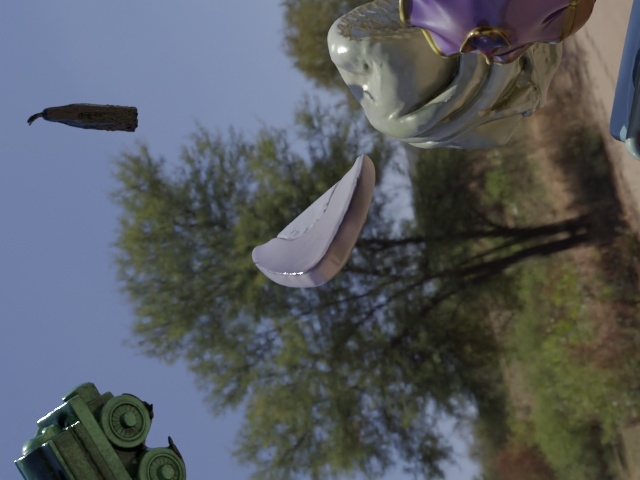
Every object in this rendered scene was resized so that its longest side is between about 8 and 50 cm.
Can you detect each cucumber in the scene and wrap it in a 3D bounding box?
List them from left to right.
[{"bbox_3d":[-0.338,-0.180,1.353,0.163,0.043,0.039,1,-145,-39],"label":"cucumber"}]

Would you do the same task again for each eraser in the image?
[{"bbox_3d":[0.001,0.001,1.178,0.059,0.204,0.243,46,-167,-19],"label":"eraser"}]

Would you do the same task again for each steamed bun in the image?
[{"bbox_3d":[0.159,-0.200,1.157,0.280,0.268,0.207,-51,-44,-48],"label":"steamed bun"}]

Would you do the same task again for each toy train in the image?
[{"bbox_3d":[-0.145,0.185,0.661,0.111,0.071,0.170,-30,-92,-53],"label":"toy train"}]

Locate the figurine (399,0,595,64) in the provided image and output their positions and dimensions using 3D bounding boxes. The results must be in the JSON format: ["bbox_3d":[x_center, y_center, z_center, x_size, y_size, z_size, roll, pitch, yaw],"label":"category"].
[{"bbox_3d":[0.112,-0.234,0.618,0.189,0.142,0.263,25,-116,-61],"label":"figurine"}]

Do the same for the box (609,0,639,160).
[{"bbox_3d":[0.422,-0.192,1.056,0.130,0.162,0.227,-118,35,-79],"label":"box"}]
